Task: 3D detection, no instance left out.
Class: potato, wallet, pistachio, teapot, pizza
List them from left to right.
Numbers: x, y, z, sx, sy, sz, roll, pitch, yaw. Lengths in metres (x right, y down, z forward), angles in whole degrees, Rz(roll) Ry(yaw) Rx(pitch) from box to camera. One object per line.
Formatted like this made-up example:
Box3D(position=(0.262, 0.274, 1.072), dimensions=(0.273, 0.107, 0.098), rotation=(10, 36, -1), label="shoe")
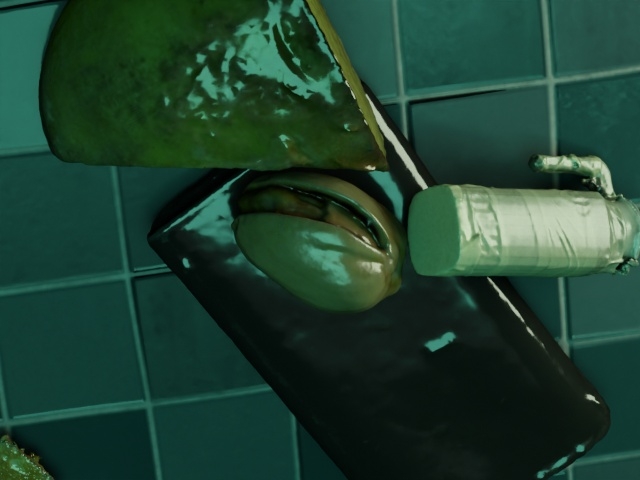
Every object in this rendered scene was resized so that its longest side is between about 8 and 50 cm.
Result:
Box3D(position=(-0.267, 0.212, 1.708), dimensions=(0.078, 0.025, 0.083), rotation=(21, 114, -9), label="pizza")
Box3D(position=(-0.111, -0.124, 1.528), dimensions=(0.255, 0.112, 0.269), rotation=(-25, 95, 9), label="potato")
Box3D(position=(0.000, 0.000, 1.561), dimensions=(0.149, 0.113, 0.113), rotation=(27, 106, 2), label="pistachio")
Box3D(position=(0.057, 0.075, 1.676), dimensions=(0.228, 0.062, 0.406), rotation=(-35, 110, 8), label="wallet")
Box3D(position=(0.174, -0.022, 1.621), dimensions=(0.200, 0.077, 0.107), rotation=(2, 78, -31), label="teapot")
